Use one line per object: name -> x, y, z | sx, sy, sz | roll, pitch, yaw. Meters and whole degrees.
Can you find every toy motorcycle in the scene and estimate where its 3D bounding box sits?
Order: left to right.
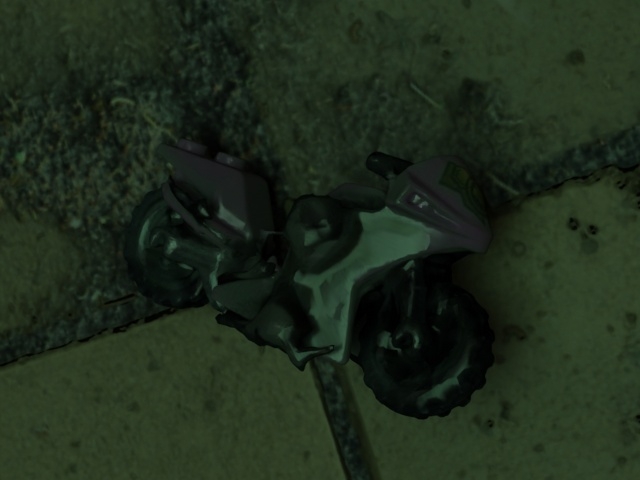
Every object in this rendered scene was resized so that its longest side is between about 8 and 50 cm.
toy motorcycle -> 0.000, 0.000, 1.350 | 0.327, 0.143, 0.188 | 22, 94, 31
